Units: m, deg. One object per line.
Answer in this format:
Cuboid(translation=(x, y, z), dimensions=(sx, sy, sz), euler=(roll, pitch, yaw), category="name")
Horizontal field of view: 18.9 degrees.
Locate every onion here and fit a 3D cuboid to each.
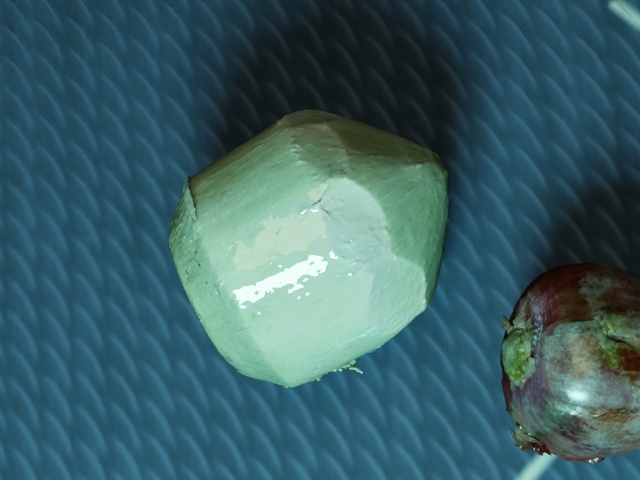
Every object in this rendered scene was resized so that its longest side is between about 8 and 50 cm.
Cuboid(translation=(0.240, 0.097, 1.533), dimensions=(0.195, 0.159, 0.159), euler=(2, 72, -19), category="onion")

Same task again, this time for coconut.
Cuboid(translation=(0.000, 0.000, 1.577), dimensions=(0.234, 0.224, 0.224), euler=(-19, 71, 5), category="coconut")
